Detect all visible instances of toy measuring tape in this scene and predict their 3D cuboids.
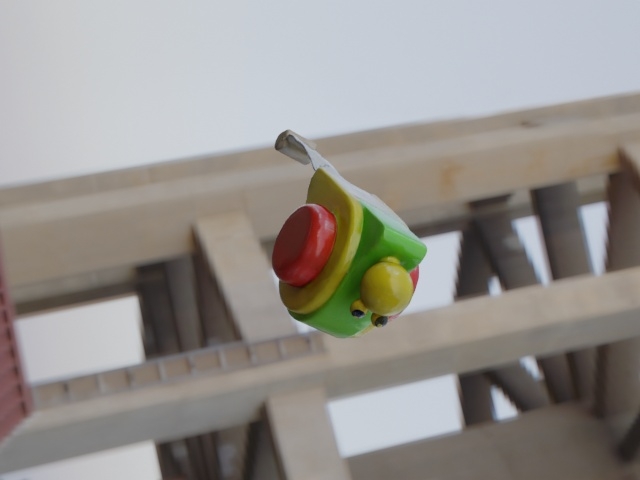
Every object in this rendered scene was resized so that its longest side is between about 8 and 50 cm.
[{"bbox_3d":[0.000,0.000,1.206,0.330,0.121,0.121,-131,-146,-63],"label":"toy measuring tape"}]
